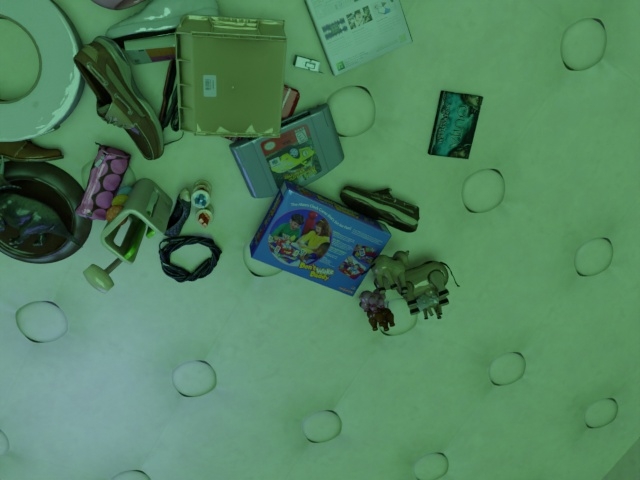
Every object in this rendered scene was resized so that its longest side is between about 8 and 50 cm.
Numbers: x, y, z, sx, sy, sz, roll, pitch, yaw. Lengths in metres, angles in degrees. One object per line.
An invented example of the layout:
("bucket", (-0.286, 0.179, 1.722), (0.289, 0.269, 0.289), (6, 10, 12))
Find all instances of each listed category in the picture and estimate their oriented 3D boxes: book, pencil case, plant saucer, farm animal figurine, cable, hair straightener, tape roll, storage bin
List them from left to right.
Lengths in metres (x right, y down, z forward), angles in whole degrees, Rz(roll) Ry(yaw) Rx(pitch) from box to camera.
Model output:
("tape roll", (-0.774, -0.435, 1.340), (0.391, 0.072, 0.393), (-3, 106, -10))
("plant saucer", (-0.796, -0.068, 1.527), (0.310, 0.050, 0.311), (-4, 114, -8))
("pencil case", (-0.590, -0.152, 1.490), (0.095, 0.098, 0.210), (23, 102, -4))
("book", (-0.408, -0.478, 1.395), (0.144, 0.096, 0.035), (-10, 85, -6))
("hair straightener", (-0.382, -0.351, 1.464), (0.088, 0.047, 0.231), (24, 108, 6))
("cable", (-0.383, 0.055, 1.646), (0.184, 0.047, 0.151), (-6, 113, -7))
("storage bin", (-0.219, -0.399, 1.367), (0.260, 0.123, 0.263), (-1, 128, -12))
("farm animal figurine", (0.253, 0.128, 1.700), (0.326, 0.172, 0.330), (-9, 148, -10))

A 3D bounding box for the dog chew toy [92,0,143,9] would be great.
("dog chew toy", (-0.498, -0.701, 1.239), (0.206, 0.207, 0.332), (-25, 106, 2))

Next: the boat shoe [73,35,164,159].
("boat shoe", (-0.509, -0.339, 1.395), (0.116, 0.123, 0.325), (-44, 125, -32))

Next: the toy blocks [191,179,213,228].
("toy blocks", (-0.328, -0.090, 1.539), (0.054, 0.148, 0.123), (-4, 113, -7))

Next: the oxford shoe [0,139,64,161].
("oxford shoe", (-0.782, -0.244, 1.444), (0.212, 0.076, 0.076), (5, 102, -11))

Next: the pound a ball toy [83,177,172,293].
("pound a ball toy", (-0.514, -0.032, 1.439), (0.208, 0.319, 0.136), (-41, 113, 9))

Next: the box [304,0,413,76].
("box", (0.080, -0.625, 1.437), (0.232, 0.058, 0.322), (-24, 115, 1))

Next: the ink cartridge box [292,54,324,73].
("ink cartridge box", (-0.028, -0.472, 1.485), (0.083, 0.048, 0.028), (11, 110, -15))

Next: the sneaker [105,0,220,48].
("sneaker", (-0.396, -0.560, 1.376), (0.289, 0.106, 0.123), (-14, 87, 1))

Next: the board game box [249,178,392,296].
("board game box", (0.000, 0.000, 1.617), (0.346, 0.078, 0.233), (23, 111, -22))

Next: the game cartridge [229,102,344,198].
("game cartridge", (-0.084, -0.238, 1.547), (0.294, 0.060, 0.196), (-25, 129, -4))

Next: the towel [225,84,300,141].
("towel", (-0.212, -0.364, 1.510), (0.274, 0.031, 0.199), (19, 110, -14))

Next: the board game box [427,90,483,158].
("board game box", (0.395, -0.337, 1.624), (0.126, 0.026, 0.186), (4, 112, -11))

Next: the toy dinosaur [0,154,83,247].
("toy dinosaur", (-0.765, -0.060, 1.440), (0.313, 0.121, 0.160), (37, 121, -19))

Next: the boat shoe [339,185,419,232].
("boat shoe", (0.182, -0.114, 1.661), (0.257, 0.095, 0.095), (25, 72, -16))

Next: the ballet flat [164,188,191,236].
("ballet flat", (-0.405, -0.073, 1.565), (0.049, 0.057, 0.173), (-4, 135, -41))
